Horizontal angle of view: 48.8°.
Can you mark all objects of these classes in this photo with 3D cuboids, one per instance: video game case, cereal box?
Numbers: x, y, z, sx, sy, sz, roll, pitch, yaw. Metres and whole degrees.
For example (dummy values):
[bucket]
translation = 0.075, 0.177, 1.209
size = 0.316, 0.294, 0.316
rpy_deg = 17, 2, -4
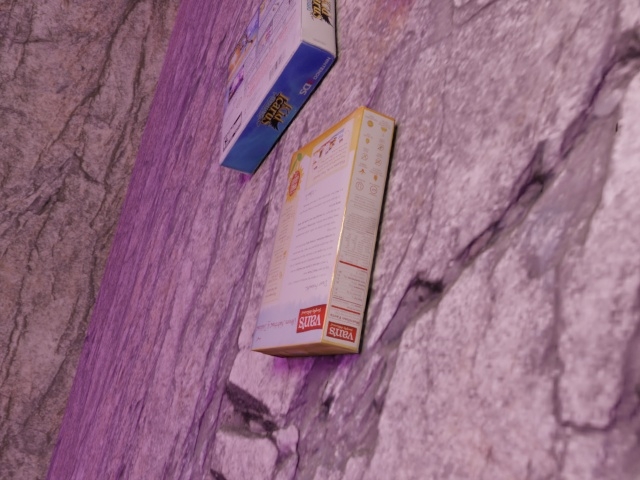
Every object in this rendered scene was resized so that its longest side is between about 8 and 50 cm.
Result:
[video game case]
translation = -0.067, -0.273, 1.057
size = 0.269, 0.061, 0.245
rpy_deg = -46, 36, 45
[cereal box]
translation = 0.000, 0.000, 0.736
size = 0.173, 0.047, 0.240
rpy_deg = -20, 56, 61
